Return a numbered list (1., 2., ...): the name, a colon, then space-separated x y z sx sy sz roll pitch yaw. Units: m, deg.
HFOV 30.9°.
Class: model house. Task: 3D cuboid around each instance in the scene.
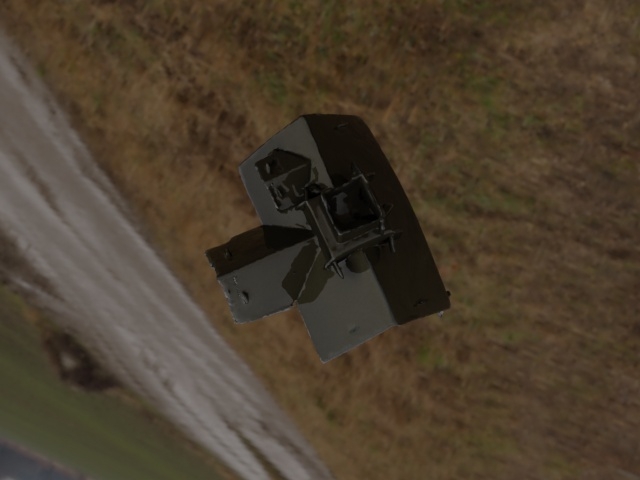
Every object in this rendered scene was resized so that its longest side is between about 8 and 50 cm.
1. model house: 0.000 0.000 1.062 0.243 0.204 0.211 101 144 -80
